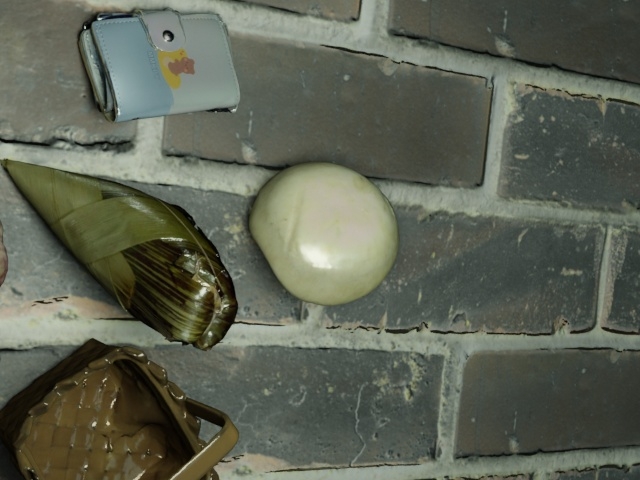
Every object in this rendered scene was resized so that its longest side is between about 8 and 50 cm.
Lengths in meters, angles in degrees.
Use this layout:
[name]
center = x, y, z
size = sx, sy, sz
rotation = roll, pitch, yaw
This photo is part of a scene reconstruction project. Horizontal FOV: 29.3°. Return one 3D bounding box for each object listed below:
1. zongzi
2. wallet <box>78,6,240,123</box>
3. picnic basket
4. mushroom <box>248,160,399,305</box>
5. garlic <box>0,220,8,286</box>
[zongzi]
center = -0.281, 0.010, 1.680
size = 0.317, 0.289, 0.154
rotation = 27, 97, -32
[wallet]
center = -0.234, -0.258, 1.808
size = 0.231, 0.069, 0.170
rotation = -11, 85, -38
[picnic basket]
center = -0.276, 0.302, 1.697
size = 0.254, 0.321, 0.291
rotation = -39, 114, -23
[mushroom]
center = 0.000, 0.000, 1.944
size = 0.246, 0.202, 0.246
rotation = 16, 45, -17
[garlic]
center = -0.525, 0.022, 1.573
size = 0.245, 0.160, 0.245
rotation = 3, 78, -13
